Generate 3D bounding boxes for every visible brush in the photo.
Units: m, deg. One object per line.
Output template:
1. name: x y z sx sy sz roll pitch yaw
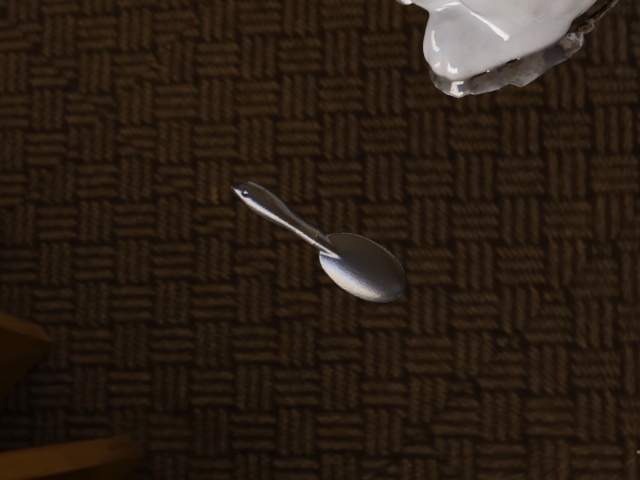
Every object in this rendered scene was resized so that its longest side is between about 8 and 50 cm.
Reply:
1. brush: 0.000 0.000 0.496 0.083 0.008 0.024 33 112 -23

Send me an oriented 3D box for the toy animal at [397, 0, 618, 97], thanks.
1. toy animal: 0.084 -0.276 0.769 0.258 0.357 0.194 -29 45 -6
